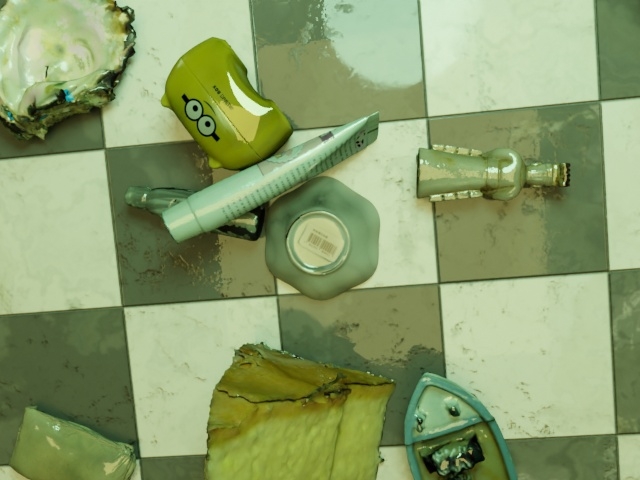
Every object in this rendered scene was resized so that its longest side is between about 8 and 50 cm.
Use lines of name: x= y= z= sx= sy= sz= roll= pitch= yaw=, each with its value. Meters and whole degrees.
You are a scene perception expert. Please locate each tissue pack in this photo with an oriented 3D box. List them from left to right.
tissue pack: x=-0.134 y=-0.185 z=0.837 sx=0.127 sy=0.123 sz=0.178 roll=-37 pitch=90 yaw=6

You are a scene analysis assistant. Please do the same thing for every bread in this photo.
bread: x=-0.017 y=0.288 z=0.785 sx=0.278 sy=0.315 sz=0.249 roll=11 pitch=97 yaw=-6

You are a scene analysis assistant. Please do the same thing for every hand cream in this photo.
hand cream: x=-0.062 y=-0.087 z=0.829 sx=0.331 sy=0.085 sz=0.058 roll=-25 pitch=70 yaw=-4

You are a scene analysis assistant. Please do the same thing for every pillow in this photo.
pillow: x=-0.393 y=0.352 z=0.938 sx=0.208 sy=0.053 sz=0.119 roll=21 pitch=94 yaw=6

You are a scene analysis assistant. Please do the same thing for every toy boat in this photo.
toy boat: x=0.209 y=0.343 z=0.849 sx=0.145 sy=0.133 sz=0.332 roll=-21 pitch=92 yaw=7

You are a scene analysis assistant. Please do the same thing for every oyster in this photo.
oyster: x=-0.392 y=-0.265 z=0.874 sx=0.198 sy=0.092 sz=0.260 roll=28 pitch=87 yaw=2

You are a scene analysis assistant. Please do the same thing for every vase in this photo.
vase: x=-0.191 y=-0.048 z=0.884 sx=0.211 sy=0.060 sz=0.060 roll=13 pitch=96 yaw=2

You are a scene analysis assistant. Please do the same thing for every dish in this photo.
dish: x=0.000 y=0.000 z=0.871 sx=0.190 sy=0.066 sz=0.191 roll=0 pitch=95 yaw=5

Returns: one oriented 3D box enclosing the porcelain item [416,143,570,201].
porcelain item: x=0.246 y=-0.097 z=0.849 sx=0.213 sy=0.054 sz=0.084 roll=1 pitch=97 yaw=5
